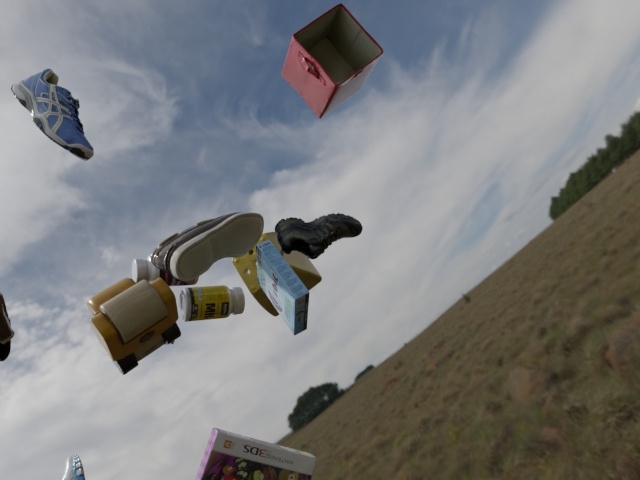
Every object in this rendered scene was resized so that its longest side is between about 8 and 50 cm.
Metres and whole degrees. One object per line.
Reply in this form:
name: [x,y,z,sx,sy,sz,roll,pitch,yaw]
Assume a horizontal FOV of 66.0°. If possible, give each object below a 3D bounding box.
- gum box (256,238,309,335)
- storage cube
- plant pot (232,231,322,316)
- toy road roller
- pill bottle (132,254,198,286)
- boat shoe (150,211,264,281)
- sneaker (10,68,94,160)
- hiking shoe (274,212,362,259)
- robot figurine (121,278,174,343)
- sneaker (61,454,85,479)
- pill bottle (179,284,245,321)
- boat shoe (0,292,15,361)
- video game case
gum box: [-0.094,0.113,1.186,0.041,0.184,0.157,-24,-35,-23]
storage cube: [0.029,-0.500,1.393,0.215,0.184,0.193,-41,-1,-21]
plant pot: [-0.160,0.091,1.595,0.212,0.212,0.187,-39,-25,7]
toy road roller: [-0.549,0.199,1.388,0.202,0.240,0.330,-35,-20,-31]
pill bottle: [-0.497,0.095,1.583,0.193,0.108,0.108,-1,-37,-31]
boat shoe: [-0.262,-0.001,1.198,0.324,0.096,0.117,-35,-49,-52]
sneaker: [-0.483,-0.236,0.911,0.081,0.211,0.080,-41,-10,-5]
hiking shoe: [0.000,0.000,1.254,0.226,0.114,0.086,-5,-33,-6]
robot figurine: [-0.600,0.233,1.676,0.211,0.291,0.085,-8,-40,-30]
sneaker: [-0.495,0.496,0.952,0.082,0.190,0.072,-13,-64,-25]
pill bottle: [-0.380,0.218,1.733,0.208,0.119,0.119,-2,-36,-28]
boat shoe: [-0.852,0.228,1.302,0.257,0.095,0.095,-60,2,38]
video game case: [-0.134,0.482,0.887,0.042,0.210,0.232,-18,50,63]
